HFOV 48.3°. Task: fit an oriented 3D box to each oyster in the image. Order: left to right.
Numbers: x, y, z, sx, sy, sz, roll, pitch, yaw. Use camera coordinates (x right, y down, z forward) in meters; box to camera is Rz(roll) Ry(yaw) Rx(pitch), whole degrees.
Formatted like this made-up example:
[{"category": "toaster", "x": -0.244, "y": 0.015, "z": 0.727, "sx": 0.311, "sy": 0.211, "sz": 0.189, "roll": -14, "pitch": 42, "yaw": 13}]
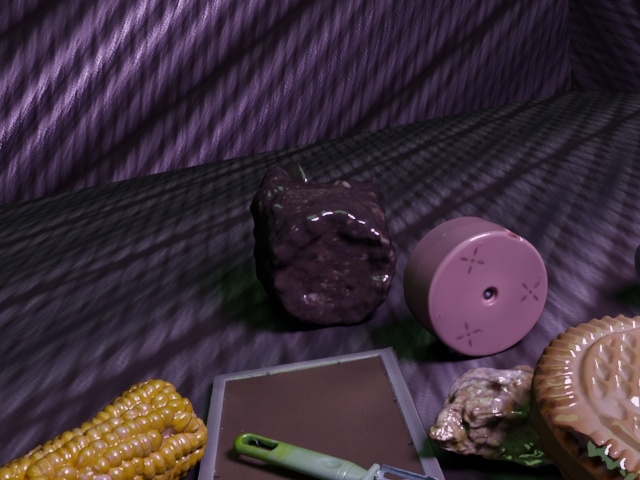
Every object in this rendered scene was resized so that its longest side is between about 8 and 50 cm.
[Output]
[{"category": "oyster", "x": 0.205, "y": 0.144, "z": 0.637, "sx": 0.209, "sy": 0.072, "sz": 0.133, "roll": -2, "pitch": 20, "yaw": 12}]

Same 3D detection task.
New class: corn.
[{"category": "corn", "x": -0.220, "y": 0.206, "z": 0.579, "sx": 0.101, "sy": 0.101, "sz": 0.292, "roll": 8, "pitch": 22, "yaw": 44}]

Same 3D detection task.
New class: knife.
[{"category": "knife", "x": 0.003, "y": 0.196, "z": 0.595, "sx": 0.212, "sy": 0.015, "sz": 0.054, "roll": 5, "pitch": 28, "yaw": 36}]

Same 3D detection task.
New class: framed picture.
[{"category": "framed picture", "x": -0.010, "y": 0.182, "z": 0.704, "sx": 0.217, "sy": 0.017, "sz": 0.274, "roll": -8, "pitch": 16, "yaw": 0}]

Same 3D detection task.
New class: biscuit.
[{"category": "biscuit", "x": 0.282, "y": 0.141, "z": 0.517, "sx": 0.259, "sy": 0.079, "sz": 0.259, "roll": 0, "pitch": 29, "yaw": 0}]

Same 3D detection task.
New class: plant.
[{"category": "plant", "x": 0.000, "y": 0.000, "z": 1.028, "sx": 0.188, "sy": 0.199, "sz": 0.276, "roll": -5, "pitch": 19, "yaw": -11}]

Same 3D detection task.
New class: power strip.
[{"category": "power strip", "x": 0.175, "y": 0.054, "z": 0.818, "sx": 0.154, "sy": 0.154, "sz": 0.078, "roll": -12, "pitch": 20, "yaw": -14}]

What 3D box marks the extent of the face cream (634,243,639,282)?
[{"category": "face cream", "x": 0.442, "y": 0.026, "z": 0.838, "sx": 0.104, "sy": 0.117, "sz": 0.117, "roll": -20, "pitch": 18, "yaw": -10}]
